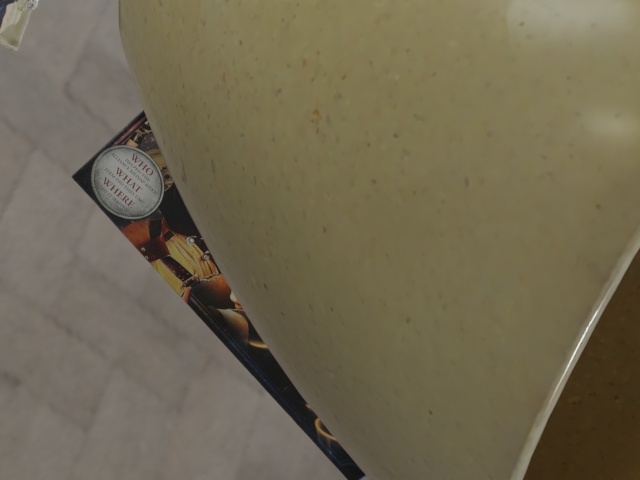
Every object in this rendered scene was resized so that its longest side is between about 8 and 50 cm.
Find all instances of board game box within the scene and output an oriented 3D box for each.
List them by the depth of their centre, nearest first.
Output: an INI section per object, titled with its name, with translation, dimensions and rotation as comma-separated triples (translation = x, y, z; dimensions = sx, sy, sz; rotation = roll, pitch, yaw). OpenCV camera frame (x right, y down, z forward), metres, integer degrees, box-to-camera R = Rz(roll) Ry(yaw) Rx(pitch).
[board game box]
translation = 0.000, 0.000, 0.971
dimensions = 0.243, 0.165, 0.042
rotation = 48, 25, -5

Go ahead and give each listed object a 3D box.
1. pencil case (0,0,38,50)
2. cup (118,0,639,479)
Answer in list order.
[pencil case]
translation = -0.224, -0.269, 1.207
dimensions = 0.183, 0.410, 0.160
rotation = 15, 67, -25
[cup]
translation = 0.067, -0.069, 0.636
dimensions = 0.237, 0.331, 0.331
rotation = 33, 33, 21
